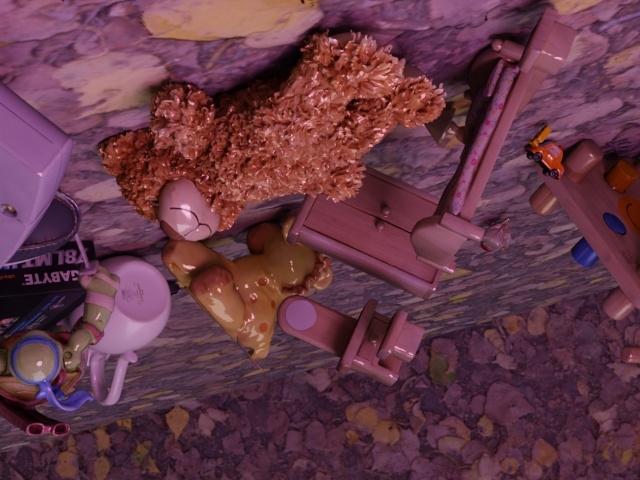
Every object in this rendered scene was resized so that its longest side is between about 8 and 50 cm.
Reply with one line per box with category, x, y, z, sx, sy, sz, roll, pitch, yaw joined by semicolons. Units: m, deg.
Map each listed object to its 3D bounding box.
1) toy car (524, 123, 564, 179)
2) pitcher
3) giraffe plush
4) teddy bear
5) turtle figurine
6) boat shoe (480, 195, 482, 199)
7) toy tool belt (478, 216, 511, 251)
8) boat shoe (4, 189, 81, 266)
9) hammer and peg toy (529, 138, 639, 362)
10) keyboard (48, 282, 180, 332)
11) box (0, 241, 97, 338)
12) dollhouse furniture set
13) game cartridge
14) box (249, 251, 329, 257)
toy car;0.294;-0.113;1.432;0.040;0.060;0.122;-47;173;-1
pitcher;-0.275;0.121;1.517;0.125;0.177;0.207;-11;168;-36
giraffe plush;-0.080;0.043;1.492;0.170;0.210;0.181;-42;166;-8
teddy bear;-0.047;-0.086;1.048;0.338;0.113;0.245;-17;165;12
turtle figurine;-0.328;0.077;1.246;0.198;0.274;0.266;-43;179;-20
boat shoe;0.212;-0.062;1.597;0.035;0.035;0.100;-15;161;16
toy tool belt;0.290;-0.011;1.858;0.051;0.052;0.083;-57;177;-9
boat shoe;-0.322;-0.030;1.035;0.254;0.095;0.079;11;164;-43
hammer and peg toy;0.459;0.022;1.530;0.266;0.361;0.127;-1;142;-42
keyboard;-0.379;0.126;1.756;0.317;0.033;0.201;-27;168;41
box;-0.465;0.085;1.410;0.293;0.073;0.295;-5;163;-38
dollhouse furniture set;0.073;-0.047;1.109;0.174;0.303;0.355;24;163;1
game cartridge;-0.300;-0.049;0.805;0.294;0.196;0.060;-28;-155;47
box;0.000;0.000;1.606;0.178;0.042;0.109;-19;167;17
